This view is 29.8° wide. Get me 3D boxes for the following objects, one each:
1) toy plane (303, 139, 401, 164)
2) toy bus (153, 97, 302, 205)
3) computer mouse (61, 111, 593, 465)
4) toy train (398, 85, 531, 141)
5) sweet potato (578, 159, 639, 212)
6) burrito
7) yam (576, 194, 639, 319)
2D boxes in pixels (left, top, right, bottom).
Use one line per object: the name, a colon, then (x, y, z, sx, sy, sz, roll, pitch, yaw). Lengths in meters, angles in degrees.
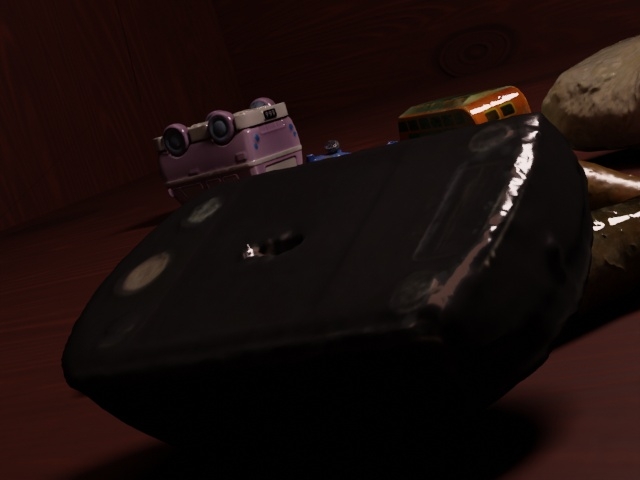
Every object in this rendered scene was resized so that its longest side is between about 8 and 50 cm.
toy plane: (0.042, -0.112, 1.708, 0.167, 0.054, 0.062, -17, 33, 10)
toy bus: (-0.144, -0.130, 1.852, 0.202, 0.142, 0.142, -10, 11, 36)
computer mouse: (0.003, 0.037, 0.586, 0.269, 0.100, 0.170, -10, 37, 38)
toy train: (0.151, -0.098, 1.205, 0.072, 0.099, 0.188, -20, 8, -21)
sweet potato: (0.105, 0.002, 0.758, 0.346, 0.079, 0.108, -17, 37, -5)
burrito: (0.337, -0.137, 1.076, 0.143, 0.105, 0.299, -25, 12, -21)
yam: (0.186, -0.002, 0.666, 0.252, 0.061, 0.061, -21, 9, -17)
